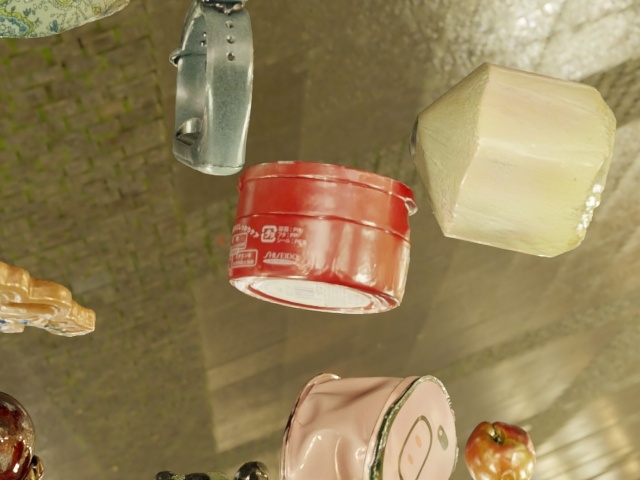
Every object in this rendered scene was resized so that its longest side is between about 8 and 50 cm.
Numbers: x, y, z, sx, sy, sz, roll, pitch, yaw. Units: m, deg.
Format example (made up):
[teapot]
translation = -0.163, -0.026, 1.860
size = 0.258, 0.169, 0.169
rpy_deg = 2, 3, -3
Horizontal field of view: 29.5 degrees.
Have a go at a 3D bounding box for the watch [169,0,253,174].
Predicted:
[watch]
translation = -0.119, -0.174, 1.332
size = 0.068, 0.193, 0.206
rpy_deg = 2, -170, -17

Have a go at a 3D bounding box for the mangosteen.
[mangosteen]
translation = -0.323, 0.212, 1.175
size = 0.140, 0.140, 0.140
rpy_deg = -20, 161, -7

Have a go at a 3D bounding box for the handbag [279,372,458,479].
[handbag]
translation = 0.053, 0.231, 1.277
size = 0.116, 0.205, 0.179
rpy_deg = -4, 129, 30

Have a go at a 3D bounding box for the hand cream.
[hand cream]
translation = 0.000, 0.000, 1.488
size = 0.230, 0.149, 0.230
rpy_deg = 10, 168, 2

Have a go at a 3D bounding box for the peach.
[peach]
translation = 0.243, 0.296, 1.647
size = 0.101, 0.100, 0.100
rpy_deg = -20, 161, -7

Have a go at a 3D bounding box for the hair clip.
[hair clip]
translation = -0.294, -0.249, 1.286
size = 0.229, 0.066, 0.036
rpy_deg = -14, -155, -40

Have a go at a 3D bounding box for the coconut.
[coconut]
translation = 0.231, -0.105, 1.537
size = 0.244, 0.239, 0.239
rpy_deg = 16, 160, 4

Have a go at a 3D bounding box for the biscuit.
[biscuit]
translation = -0.446, 0.090, 1.731
size = 0.202, 0.047, 0.334
rpy_deg = 3, 162, 5

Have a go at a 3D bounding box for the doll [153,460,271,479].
[doll]
translation = -0.119, 0.343, 1.433
size = 0.144, 0.135, 0.234
rpy_deg = -11, 135, 3
